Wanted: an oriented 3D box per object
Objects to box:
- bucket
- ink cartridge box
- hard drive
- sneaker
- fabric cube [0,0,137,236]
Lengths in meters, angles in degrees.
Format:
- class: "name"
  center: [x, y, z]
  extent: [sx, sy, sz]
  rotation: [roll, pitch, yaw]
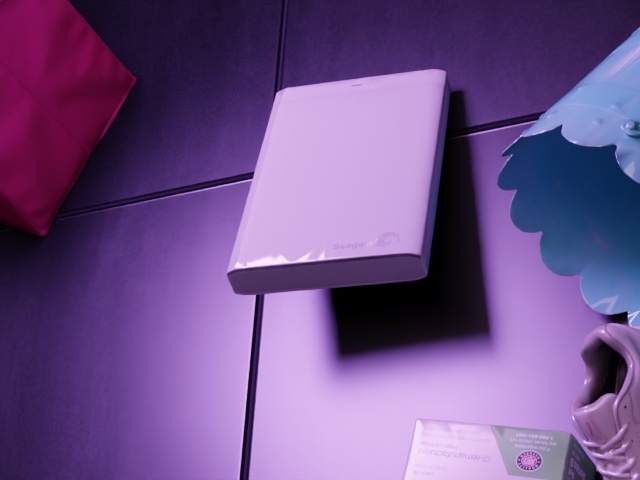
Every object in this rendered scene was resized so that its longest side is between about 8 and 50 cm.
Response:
- class: "bucket"
  center: [0.317, -0.051, 1.286]
  extent: [0.183, 0.281, 0.281]
  rotation: [-45, 50, -16]
- class: "ink cartridge box"
  center: [0.145, 0.277, 1.275]
  extent: [0.154, 0.093, 0.212]
  rotation: [3, 63, 28]
- class: "hard drive"
  center: [0.027, -0.068, 1.525]
  extent: [0.203, 0.040, 0.308]
  rotation: [-6, 40, 16]
- class: "sneaker"
  center: [0.261, 0.180, 1.240]
  extent: [0.090, 0.115, 0.232]
  rotation: [-27, 58, 43]
- class: "fabric cube"
  center: [-0.439, -0.193, 1.778]
  extent: [0.254, 0.258, 0.259]
  rotation: [14, 67, 33]
